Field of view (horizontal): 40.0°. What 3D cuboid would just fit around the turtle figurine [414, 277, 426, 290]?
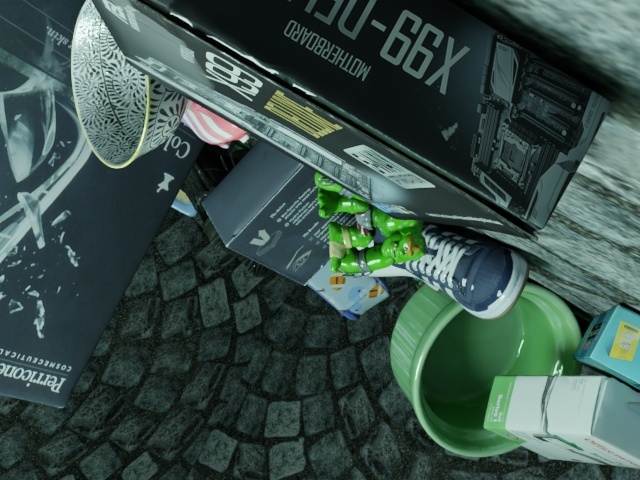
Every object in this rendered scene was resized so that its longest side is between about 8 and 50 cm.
[{"bbox_3d":[0.223,0.067,1.631,0.234,0.118,0.175,35,-177,38],"label":"turtle figurine"}]

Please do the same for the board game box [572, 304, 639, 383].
[{"bbox_3d":[0.488,0.189,1.197,0.254,0.079,0.336,28,179,14],"label":"board game box"}]

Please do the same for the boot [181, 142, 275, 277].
[{"bbox_3d":[-0.176,-0.085,1.754,0.260,0.131,0.348,55,-176,26],"label":"boot"}]

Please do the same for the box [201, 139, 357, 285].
[{"bbox_3d":[-0.034,-0.046,1.110,0.158,0.156,0.093,30,-161,-47],"label":"box"}]

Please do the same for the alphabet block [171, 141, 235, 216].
[{"bbox_3d":[-0.314,-0.175,1.893,0.193,0.192,0.197,31,179,-9],"label":"alphabet block"}]

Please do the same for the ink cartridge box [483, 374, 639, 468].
[{"bbox_3d":[0.381,0.269,1.312,0.160,0.092,0.219,28,160,-24],"label":"ink cartridge box"}]

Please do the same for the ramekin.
[{"bbox_3d":[0.264,0.188,1.455,0.303,0.303,0.148,29,-174,-25],"label":"ramekin"}]

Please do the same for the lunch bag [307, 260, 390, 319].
[{"bbox_3d":[0.000,0.000,1.626,0.303,0.115,0.243,45,-168,-30],"label":"lunch bag"}]

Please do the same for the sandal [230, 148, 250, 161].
[{"bbox_3d":[-0.080,-0.126,1.842,0.240,0.088,0.079,36,-147,24],"label":"sandal"}]

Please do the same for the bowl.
[{"bbox_3d":[-0.176,-0.160,0.869,0.080,0.170,0.170,-12,-154,-37],"label":"bowl"}]

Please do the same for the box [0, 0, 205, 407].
[{"bbox_3d":[-0.446,-0.105,1.053,0.297,0.471,0.480,28,179,38],"label":"box"}]

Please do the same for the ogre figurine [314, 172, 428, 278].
[{"bbox_3d":[0.064,-0.024,1.048,0.118,0.197,0.097,-3,-147,11],"label":"ogre figurine"}]

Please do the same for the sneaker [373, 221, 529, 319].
[{"bbox_3d":[0.159,0.018,1.182,0.153,0.099,0.282,27,-178,-15],"label":"sneaker"}]

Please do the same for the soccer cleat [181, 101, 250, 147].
[{"bbox_3d":[-0.131,-0.161,0.927,0.095,0.083,0.248,43,172,-30],"label":"soccer cleat"}]

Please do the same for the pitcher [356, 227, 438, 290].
[{"bbox_3d":[0.110,0.000,1.459,0.207,0.125,0.178,18,-167,6],"label":"pitcher"}]

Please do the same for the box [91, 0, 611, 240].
[{"bbox_3d":[-0.006,-0.098,0.528,0.242,0.076,0.307,29,179,-9],"label":"box"}]

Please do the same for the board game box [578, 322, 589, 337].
[{"bbox_3d":[0.575,0.216,1.642,0.186,0.026,0.126,28,178,40],"label":"board game box"}]
